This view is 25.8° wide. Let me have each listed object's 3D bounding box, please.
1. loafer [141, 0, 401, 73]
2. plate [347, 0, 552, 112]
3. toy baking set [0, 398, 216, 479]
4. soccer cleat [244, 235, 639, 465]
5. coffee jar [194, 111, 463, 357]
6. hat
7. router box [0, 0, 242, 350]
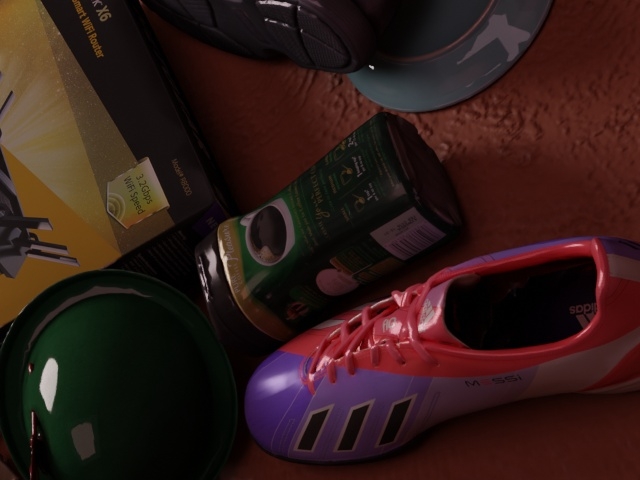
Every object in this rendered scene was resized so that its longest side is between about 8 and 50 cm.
[{"bbox_3d":[-0.043,-0.199,1.057,0.095,0.109,0.302,-50,40,-14],"label":"loafer"},{"bbox_3d":[0.082,-0.182,1.001,0.188,0.024,0.188,-16,62,33],"label":"plate"},{"bbox_3d":[-0.180,0.161,1.059,0.256,0.030,0.197,-44,56,19],"label":"toy baking set"},{"bbox_3d":[0.066,0.062,0.850,0.318,0.116,0.108,-17,62,31],"label":"soccer cleat"},{"bbox_3d":[0.000,0.000,0.951,0.184,0.079,0.096,-33,51,21],"label":"coffee jar"},{"bbox_3d":[-0.151,0.129,0.890,0.173,0.183,0.208,-15,92,8],"label":"hat"},{"bbox_3d":[-0.218,-0.060,1.099,0.243,0.081,0.309,-30,55,3],"label":"router box"}]
